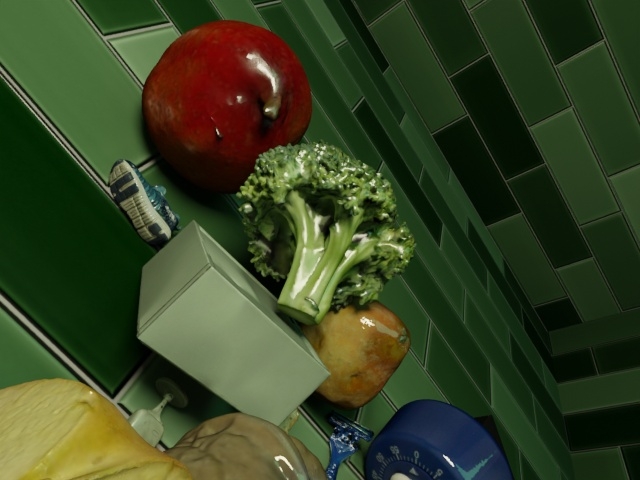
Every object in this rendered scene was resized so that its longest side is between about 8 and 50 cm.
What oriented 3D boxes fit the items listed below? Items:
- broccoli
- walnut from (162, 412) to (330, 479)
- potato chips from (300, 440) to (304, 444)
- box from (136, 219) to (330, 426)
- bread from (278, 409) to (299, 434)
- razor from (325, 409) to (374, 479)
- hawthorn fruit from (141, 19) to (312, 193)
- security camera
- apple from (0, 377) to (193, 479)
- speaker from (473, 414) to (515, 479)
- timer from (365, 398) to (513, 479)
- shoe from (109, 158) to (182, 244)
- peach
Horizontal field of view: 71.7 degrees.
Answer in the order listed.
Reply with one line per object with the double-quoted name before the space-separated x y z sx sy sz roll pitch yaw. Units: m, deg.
"broccoli" 0.002 -0.008 0.703 0.288 0.259 0.235 26 0 -6
"walnut" -0.107 0.326 0.495 0.248 0.248 0.248 36 41 -39
"potato chips" -0.055 0.407 0.676 0.150 0.049 0.201 65 23 -45
"box" -0.132 0.112 0.626 0.225 0.117 0.225 48 -4 -26
"bread" -0.086 0.274 0.713 0.077 0.070 0.083 -18 82 -60
"razor" 0.012 0.408 0.733 0.093 0.056 0.324 24 18 11
"hawthorn fruit" -0.154 -0.236 0.764 0.295 0.311 0.294 14 62 -28
"security camera" -0.221 0.230 0.574 0.058 0.058 0.092 56 43 -14
"apple" -0.252 0.255 0.284 0.314 0.252 0.309 39 34 7
"speaker" 0.334 0.558 1.033 0.254 0.184 0.232 10 60 -56
"timer" 0.135 0.476 0.763 0.384 0.270 0.270 -13 79 -46
"shoe" -0.271 -0.064 0.693 0.142 0.064 0.071 59 32 -13
"peach" 0.057 0.201 0.831 0.214 0.236 0.214 25 51 -34
